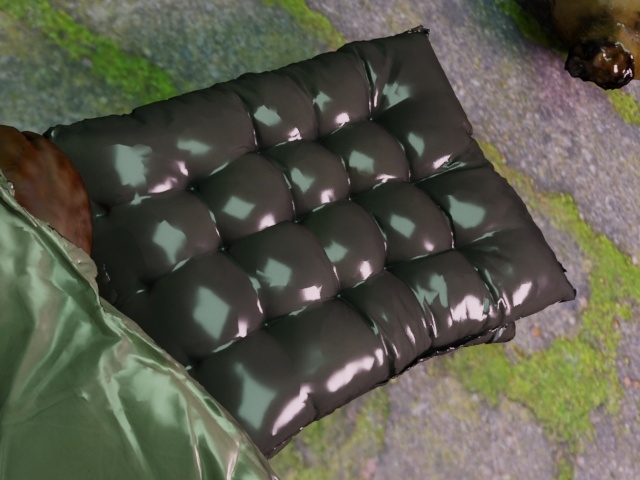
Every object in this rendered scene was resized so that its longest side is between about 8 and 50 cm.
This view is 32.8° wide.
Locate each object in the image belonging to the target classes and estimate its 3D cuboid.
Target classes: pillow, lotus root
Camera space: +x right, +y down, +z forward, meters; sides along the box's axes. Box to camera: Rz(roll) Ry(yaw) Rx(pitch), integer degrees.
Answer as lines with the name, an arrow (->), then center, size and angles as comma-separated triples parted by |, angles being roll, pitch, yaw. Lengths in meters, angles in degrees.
pillow -> 0.000, 0.000, 0.681 | 0.326, 0.101, 0.228 | -22, 80, -41
lotus root -> 0.272, -0.244, 0.949 | 0.160, 0.146, 0.284 | 25, 59, -3
pillow -> -0.186, 0.084, 0.429 | 0.280, 0.274, 0.076 | 48, 14, -8

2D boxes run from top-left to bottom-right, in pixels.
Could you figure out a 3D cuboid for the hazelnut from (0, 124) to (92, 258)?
hazelnut -> -0.169, 0.019, 0.520 | 0.150, 0.150, 0.150 | 15, 62, -30
